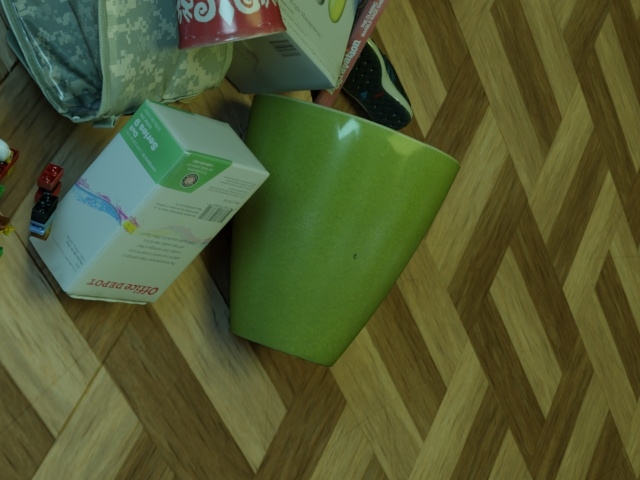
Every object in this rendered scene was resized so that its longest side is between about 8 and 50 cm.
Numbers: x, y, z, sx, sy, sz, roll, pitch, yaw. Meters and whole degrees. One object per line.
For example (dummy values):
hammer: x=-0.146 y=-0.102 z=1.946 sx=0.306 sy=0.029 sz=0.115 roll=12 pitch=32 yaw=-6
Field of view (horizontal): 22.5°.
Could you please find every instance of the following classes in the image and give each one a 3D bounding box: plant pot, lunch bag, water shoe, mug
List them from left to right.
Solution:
lunch bag: x=-0.219 y=-0.271 z=1.711 sx=0.235 sy=0.169 sz=0.287 roll=-24 pitch=105 yaw=-57
mug: x=-0.112 y=-0.289 z=1.661 sx=0.113 sy=0.150 sz=0.169 roll=-14 pitch=100 yaw=-22
plant pot: x=0.000 y=0.000 z=2.013 sx=0.275 sy=0.275 sz=0.293 roll=23 pitch=85 yaw=-57
water shoe: x=0.065 y=-0.241 z=2.294 sx=0.080 sy=0.073 sz=0.203 roll=-98 pitch=161 yaw=-46

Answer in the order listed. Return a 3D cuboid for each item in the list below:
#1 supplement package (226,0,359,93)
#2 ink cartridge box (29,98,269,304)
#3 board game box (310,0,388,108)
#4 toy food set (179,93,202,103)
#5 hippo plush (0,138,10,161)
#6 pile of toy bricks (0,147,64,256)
supplement package: x=-0.061 y=-0.319 z=1.988 sx=0.194 sy=0.149 sz=0.203 roll=44 pitch=54 yaw=-50
ink cartridge box: x=-0.184 y=-0.036 z=1.725 sx=0.212 sy=0.093 sz=0.154 roll=-49 pitch=152 yaw=18
board game box: x=0.057 y=-0.317 z=2.079 sx=0.027 sy=0.281 sz=0.145 roll=22 pitch=24 yaw=-18
toy food set: x=-0.165 y=-0.206 z=1.939 sx=0.083 sy=0.020 sz=0.082 roll=-18 pitch=104 yaw=-57
hippo plush: x=-0.405 y=-0.115 z=1.333 sx=0.234 sy=0.237 sz=0.294 roll=8 pitch=82 yaw=-59
pile of toy bricks: x=-0.337 y=0.000 z=1.593 sx=0.212 sy=0.118 sz=0.105 roll=-63 pitch=173 yaw=-51
